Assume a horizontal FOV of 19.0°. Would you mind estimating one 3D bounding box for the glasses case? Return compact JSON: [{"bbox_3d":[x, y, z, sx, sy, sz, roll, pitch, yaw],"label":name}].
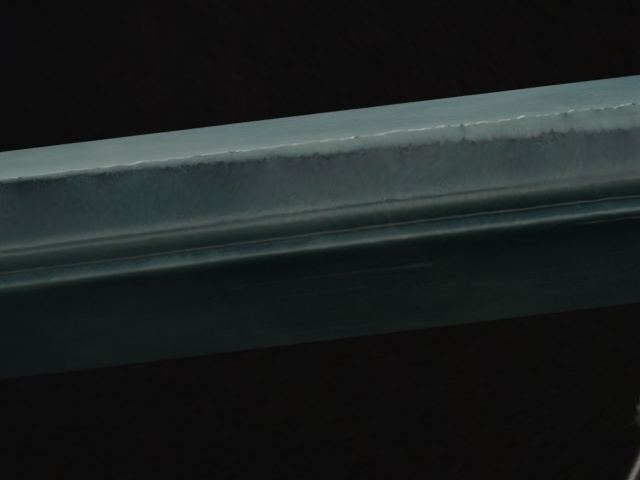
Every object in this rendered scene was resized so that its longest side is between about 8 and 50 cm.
[{"bbox_3d":[0.000,0.000,0.444,0.266,0.105,0.056,-7,-82,1],"label":"glasses case"}]
